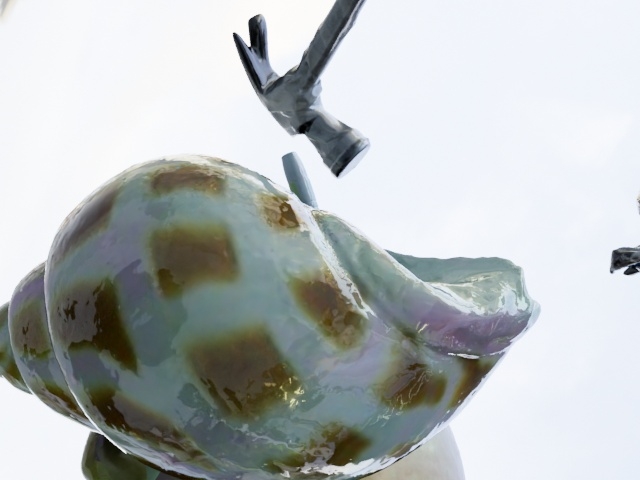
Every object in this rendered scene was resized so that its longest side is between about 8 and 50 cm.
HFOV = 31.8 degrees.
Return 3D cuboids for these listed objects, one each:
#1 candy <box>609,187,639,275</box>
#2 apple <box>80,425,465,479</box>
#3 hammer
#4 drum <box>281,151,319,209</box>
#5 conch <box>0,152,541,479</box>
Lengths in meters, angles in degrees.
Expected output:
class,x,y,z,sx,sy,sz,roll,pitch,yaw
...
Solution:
class,x,y,z,sx,sy,sz,roll,pitch,yaw
candy,0.314,-0.033,1.041,0.094,0.051,0.226,-33,-171,34
apple,-0.067,0.238,0.991,0.383,0.374,0.374,-25,-135,22
hammer,0.054,-0.213,0.829,0.044,0.152,0.427,-38,172,-40
drum,0.009,0.006,1.543,0.049,0.130,0.253,-23,-116,20
conch,-0.059,0.057,0.729,0.367,0.249,0.197,17,-98,33
